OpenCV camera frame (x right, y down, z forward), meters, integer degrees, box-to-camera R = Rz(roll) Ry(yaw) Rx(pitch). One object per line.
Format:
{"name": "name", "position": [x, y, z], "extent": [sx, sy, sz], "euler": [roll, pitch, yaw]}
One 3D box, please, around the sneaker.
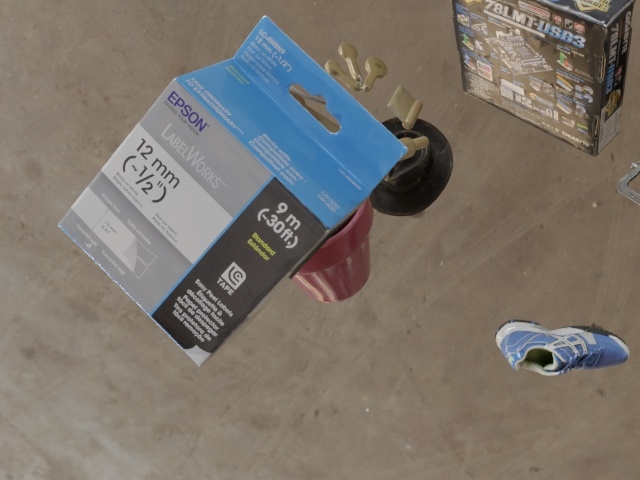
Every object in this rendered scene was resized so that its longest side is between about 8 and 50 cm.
{"name": "sneaker", "position": [0.389, 0.184, 1.016], "extent": [0.211, 0.081, 0.080], "euler": [3, 122, 1]}

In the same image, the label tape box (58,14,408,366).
{"name": "label tape box", "position": [-0.106, -0.062, 0.759], "extent": [0.249, 0.115, 0.348], "euler": [44, 106, 4]}

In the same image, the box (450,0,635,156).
{"name": "box", "position": [0.348, -0.306, 1.035], "extent": [0.295, 0.073, 0.293], "euler": [39, 167, 34]}

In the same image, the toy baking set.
{"name": "toy baking set", "position": [0.042, -0.183, 0.885], "extent": [0.197, 0.256, 0.030], "euler": [56, 139, 7]}

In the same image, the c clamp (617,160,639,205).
{"name": "c clamp", "position": [0.860, -0.157, 1.670], "extent": [0.137, 0.161, 0.022], "euler": [-36, 128, 10]}

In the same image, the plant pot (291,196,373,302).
{"name": "plant pot", "position": [0.000, 0.000, 1.040], "extent": [0.201, 0.201, 0.180], "euler": [-5, 140, 19]}

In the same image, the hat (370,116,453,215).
{"name": "hat", "position": [0.260, -0.241, 1.980], "extent": [0.331, 0.134, 0.331], "euler": [0, 85, 4]}
